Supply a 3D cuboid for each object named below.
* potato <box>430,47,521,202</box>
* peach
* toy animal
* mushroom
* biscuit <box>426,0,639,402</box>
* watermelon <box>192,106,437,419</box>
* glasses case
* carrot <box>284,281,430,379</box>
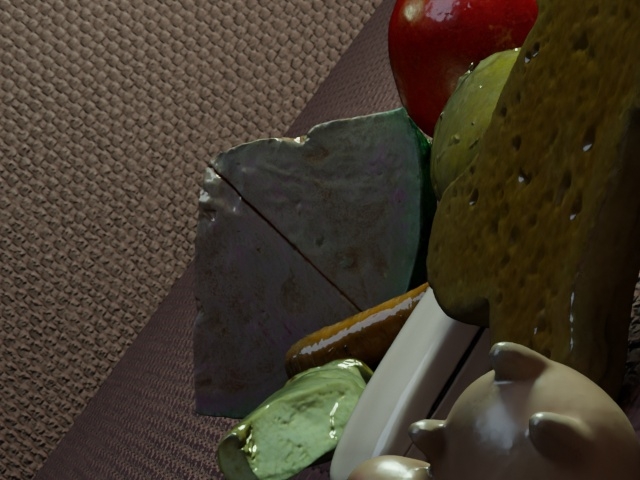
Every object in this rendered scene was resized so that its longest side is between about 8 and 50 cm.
[{"bbox_3d":[0.188,-0.098,1.685,0.191,0.141,0.296,-48,13,-2],"label":"potato"},{"bbox_3d":[0.172,-0.216,1.966,0.243,0.199,0.243,-56,15,24],"label":"peach"},{"bbox_3d":[0.095,0.182,1.134,0.250,0.154,0.166,-44,36,19],"label":"toy animal"},{"bbox_3d":[-0.012,0.167,1.627,0.107,0.087,0.333,-28,-3,11],"label":"mushroom"},{"bbox_3d":[0.209,-0.071,1.323,0.368,0.076,0.394,-121,47,-63],"label":"biscuit"},{"bbox_3d":[0.011,0.015,1.933,0.292,0.319,0.222,-3,9,20],"label":"watermelon"},{"bbox_3d":[0.105,0.102,1.552,0.297,0.075,0.113,-57,13,-19],"label":"glasses case"},{"bbox_3d":[0.065,0.084,1.775,0.248,0.059,0.059,-30,20,25],"label":"carrot"}]
